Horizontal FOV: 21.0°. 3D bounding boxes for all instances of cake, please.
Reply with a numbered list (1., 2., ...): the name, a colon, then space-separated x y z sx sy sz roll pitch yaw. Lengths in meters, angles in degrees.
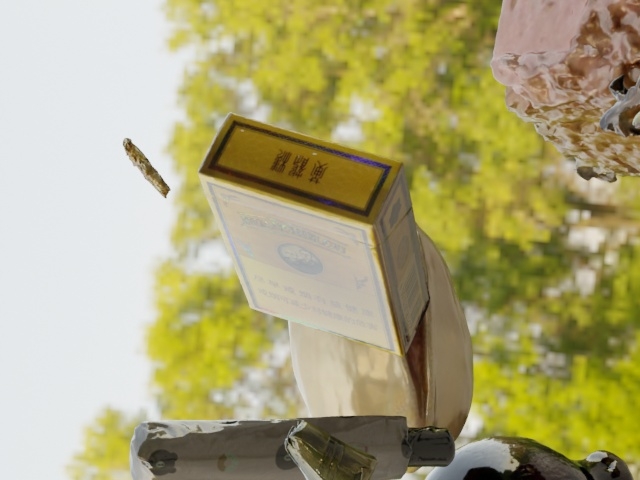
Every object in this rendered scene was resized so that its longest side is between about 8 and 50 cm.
1. cake: 0.403 -0.257 2.055 0.293 0.314 0.306 31 -110 -40

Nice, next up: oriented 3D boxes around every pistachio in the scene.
1. pistachio: 0.076 0.125 2.069 0.230 0.230 0.308 16 -114 -77

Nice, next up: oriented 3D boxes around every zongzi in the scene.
1. zongzi: -0.003 0.193 1.413 0.083 0.076 0.040 -61 -2 34

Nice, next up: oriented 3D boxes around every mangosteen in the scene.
1. mangosteen: 0.266 0.381 2.201 0.297 0.313 0.297 59 -179 -2

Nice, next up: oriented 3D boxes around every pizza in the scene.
1. pizza: -0.187 -0.077 1.851 0.016 0.037 0.083 -43 -64 -14

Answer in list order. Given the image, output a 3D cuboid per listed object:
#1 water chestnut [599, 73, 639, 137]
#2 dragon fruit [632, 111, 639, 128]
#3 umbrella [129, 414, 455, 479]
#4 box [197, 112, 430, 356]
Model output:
1. water chestnut: 0.406 -0.195 1.557 0.347 0.335 0.335 -41 -13 5
2. dragon fruit: 0.318 -0.093 1.167 0.150 0.208 0.133 51 -163 -33
3. umbrella: -0.027 0.217 1.777 0.073 0.337 0.067 103 162 -53
4. box: 0.000 0.000 1.795 0.301 0.193 0.084 73 -143 -60
